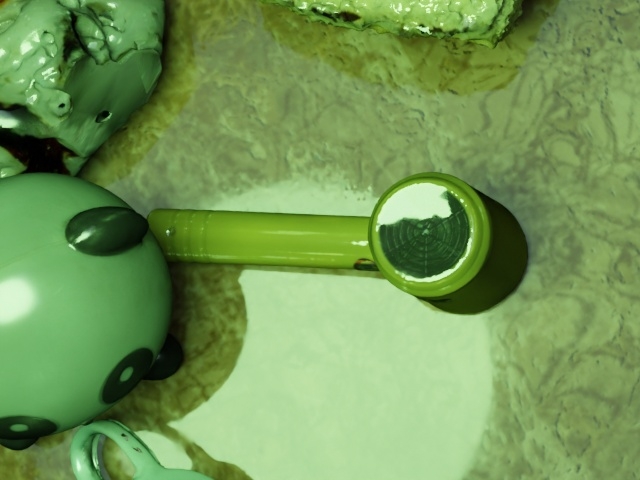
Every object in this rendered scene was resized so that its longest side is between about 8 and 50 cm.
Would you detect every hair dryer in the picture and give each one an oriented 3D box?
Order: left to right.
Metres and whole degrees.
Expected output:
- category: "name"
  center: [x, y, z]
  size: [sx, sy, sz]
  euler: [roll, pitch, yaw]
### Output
- category: "hair dryer"
  center: [0.000, 0.000, 1.410]
  size: [0.278, 0.135, 0.090]
  euler: [2, 85, 18]

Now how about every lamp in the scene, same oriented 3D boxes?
- category: "lamp"
  center: [-0.195, 0.056, 1.361]
  size: [0.197, 0.244, 0.198]
  euler: [-3, 68, 6]

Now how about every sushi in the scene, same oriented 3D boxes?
- category: "sushi"
  center: [-0.238, -0.078, 1.436]
  size: [0.332, 0.124, 0.130]
  euler: [-45, 54, 2]

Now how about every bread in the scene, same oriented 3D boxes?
- category: "bread"
  center: [0.047, -0.214, 1.398]
  size: [0.245, 0.174, 0.121]
  euler: [10, 107, 10]

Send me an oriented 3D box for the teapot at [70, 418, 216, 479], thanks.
- category: "teapot"
  center: [-0.133, 0.243, 1.402]
  size: [0.159, 0.159, 0.232]
  euler: [-11, 88, 7]
